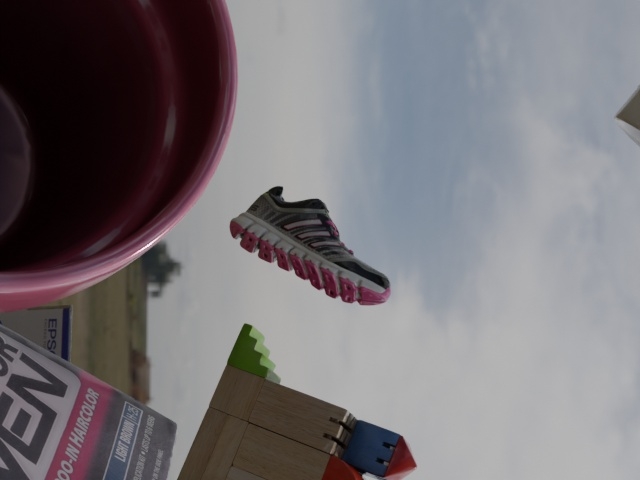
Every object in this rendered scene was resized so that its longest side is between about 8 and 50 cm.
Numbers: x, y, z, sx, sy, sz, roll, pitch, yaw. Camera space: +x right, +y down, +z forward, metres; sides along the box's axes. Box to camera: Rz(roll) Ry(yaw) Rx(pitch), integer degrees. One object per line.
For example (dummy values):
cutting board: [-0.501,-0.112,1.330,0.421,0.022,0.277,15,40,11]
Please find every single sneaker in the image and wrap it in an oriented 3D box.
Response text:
sneaker: [0.000,0.000,1.120,0.075,0.170,0.063,-57,162,-21]

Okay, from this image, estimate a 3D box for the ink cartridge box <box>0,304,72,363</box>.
ink cartridge box: [-0.293,0.134,0.880,0.065,0.332,0.166,13,77,-57]

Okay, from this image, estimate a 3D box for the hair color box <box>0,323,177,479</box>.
hair color box: [-0.250,0.086,0.581,0.105,0.347,0.174,-55,-167,17]

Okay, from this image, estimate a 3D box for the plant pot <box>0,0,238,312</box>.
plant pot: [-0.162,-0.058,0.519,0.180,0.201,0.201,-25,-117,57]

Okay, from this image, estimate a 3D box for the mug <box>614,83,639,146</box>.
mug: [0.611,-0.226,1.661,0.328,0.276,0.374,-50,-161,9]

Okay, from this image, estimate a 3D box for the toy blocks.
toy blocks: [-0.026,0.309,1.189,0.382,0.260,0.191,-67,159,-14]
